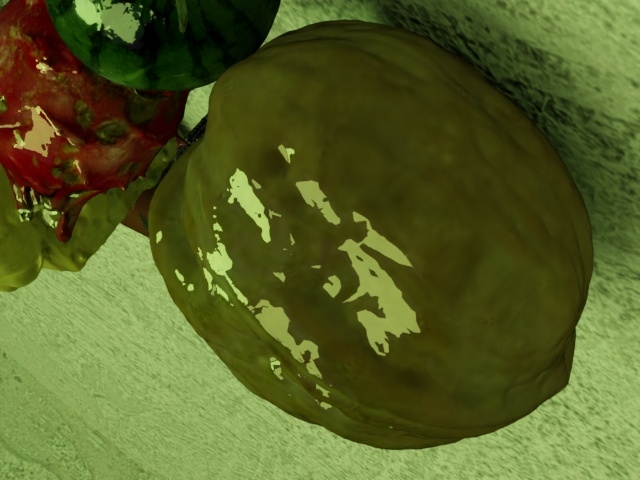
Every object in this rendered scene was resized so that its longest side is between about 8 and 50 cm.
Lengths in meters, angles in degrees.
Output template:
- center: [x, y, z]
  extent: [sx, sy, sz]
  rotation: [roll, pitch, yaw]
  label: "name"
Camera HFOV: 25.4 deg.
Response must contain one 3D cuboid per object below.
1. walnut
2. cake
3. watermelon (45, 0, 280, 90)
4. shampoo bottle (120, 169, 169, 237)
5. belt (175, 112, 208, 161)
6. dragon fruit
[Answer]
- center: [0.049, 0.007, 1.080]
  extent: [0.344, 0.306, 0.306]
  rotation: [33, 157, 0]
  label: "walnut"
- center: [-0.325, -0.089, 1.501]
  extent: [0.227, 0.286, 0.222]
  rotation: [7, 138, 54]
  label: "cake"
- center: [-0.122, -0.208, 1.090]
  extent: [0.188, 0.188, 0.214]
  rotation: [43, 177, -1]
  label: "watermelon"
- center: [-0.128, -0.016, 1.579]
  extent: [0.244, 0.085, 0.085]
  rotation: [23, 150, 38]
  label: "shampoo bottle"
- center: [0.000, 0.000, 1.355]
  extent: [0.325, 0.122, 0.260]
  rotation: [48, 152, -10]
  label: "belt"
- center: [-0.220, -0.133, 1.285]
  extent: [0.210, 0.268, 0.205]
  rotation: [16, -167, -15]
  label: "dragon fruit"
